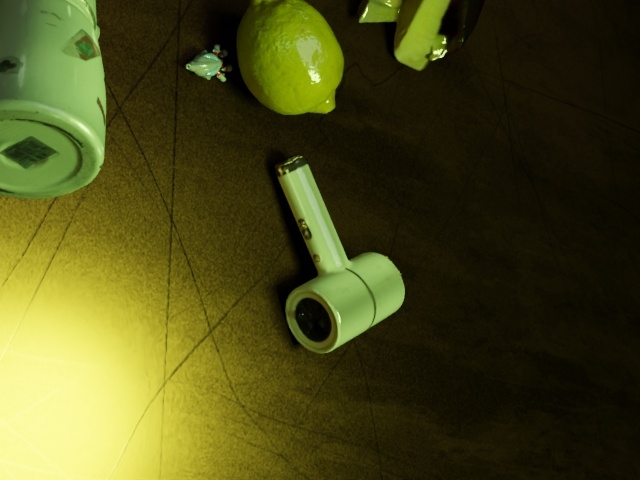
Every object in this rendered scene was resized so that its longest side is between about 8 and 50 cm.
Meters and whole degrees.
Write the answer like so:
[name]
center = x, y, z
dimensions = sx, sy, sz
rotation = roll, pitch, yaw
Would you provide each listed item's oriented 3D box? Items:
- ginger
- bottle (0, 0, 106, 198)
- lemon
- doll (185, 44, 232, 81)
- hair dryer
[ginger]
center = 0.229, -0.573, 2.272
dimensions = 0.358, 0.211, 0.413
rotation = 72, 39, -73
[bottle]
center = -0.404, -0.248, 1.579
dimensions = 0.229, 0.229, 0.351
rotation = 27, 45, -41
[lemon]
center = -0.058, -0.322, 1.981
dimensions = 0.184, 0.184, 0.248
rotation = -43, 110, -41
[doll]
center = -0.188, -0.297, 1.944
dimensions = 0.114, 0.039, 0.057
rotation = -24, 135, -56
[hair dryer]
center = 0.000, 0.000, 2.048
dimensions = 0.203, 0.128, 0.361
rotation = -27, 95, -44
